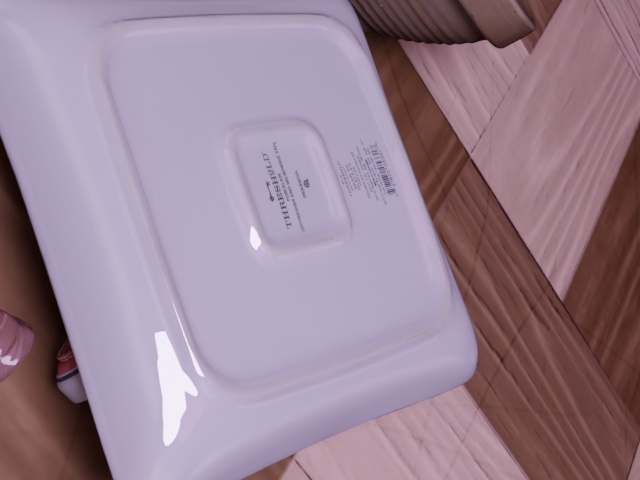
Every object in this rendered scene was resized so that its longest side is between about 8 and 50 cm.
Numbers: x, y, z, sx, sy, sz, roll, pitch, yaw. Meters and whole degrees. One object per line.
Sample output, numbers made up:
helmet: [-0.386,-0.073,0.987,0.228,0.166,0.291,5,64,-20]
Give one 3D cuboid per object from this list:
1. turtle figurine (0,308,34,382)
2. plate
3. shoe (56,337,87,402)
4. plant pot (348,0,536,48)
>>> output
turtle figurine: [-0.220,-0.009,0.460,0.217,0.087,0.269,51,46,-24]
plate: [-0.029,-0.023,0.611,0.278,0.045,0.277,-14,81,-45]
shoe: [-0.105,0.005,0.606,0.081,0.063,0.178,53,43,-16]
plant pot: [0.046,-0.224,0.770,0.237,0.110,0.237,51,21,-28]
